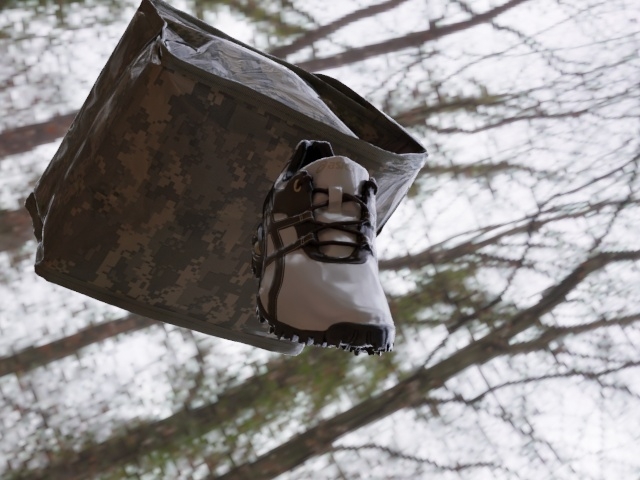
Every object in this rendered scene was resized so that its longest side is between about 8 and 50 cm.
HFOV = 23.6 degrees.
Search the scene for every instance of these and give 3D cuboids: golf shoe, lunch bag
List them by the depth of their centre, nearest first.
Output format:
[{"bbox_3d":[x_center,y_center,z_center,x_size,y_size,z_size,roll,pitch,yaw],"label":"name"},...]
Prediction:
[{"bbox_3d":[0.000,0.000,0.909,0.198,0.077,0.093,-124,-137,-63],"label":"golf shoe"},{"bbox_3d":[-0.077,-0.045,1.352,0.235,0.287,0.169,-57,-154,18],"label":"lunch bag"}]
